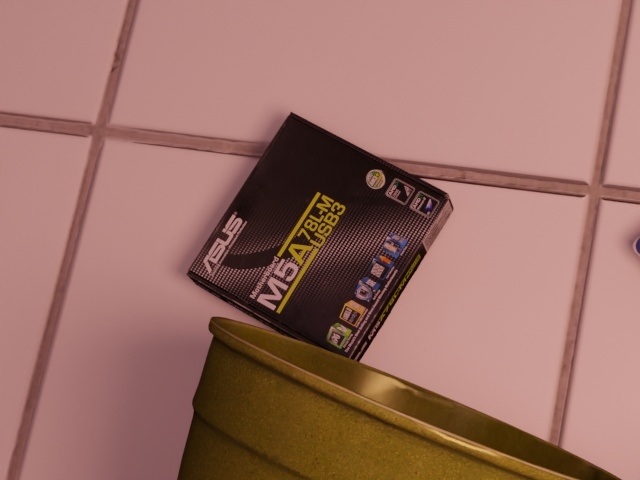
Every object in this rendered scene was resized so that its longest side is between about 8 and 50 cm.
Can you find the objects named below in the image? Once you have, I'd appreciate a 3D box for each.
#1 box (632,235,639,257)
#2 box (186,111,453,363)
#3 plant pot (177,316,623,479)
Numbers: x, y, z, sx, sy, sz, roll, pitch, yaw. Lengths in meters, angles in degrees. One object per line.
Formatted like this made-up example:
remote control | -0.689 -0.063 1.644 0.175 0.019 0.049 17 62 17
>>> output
box | 0.399 0.042 1.448 0.136 0.036 0.225 -41 70 -3
box | 0.000 0.000 1.549 0.184 0.045 0.190 30 80 18
plant pot | 0.017 0.291 1.314 0.366 0.366 0.353 22 91 18
